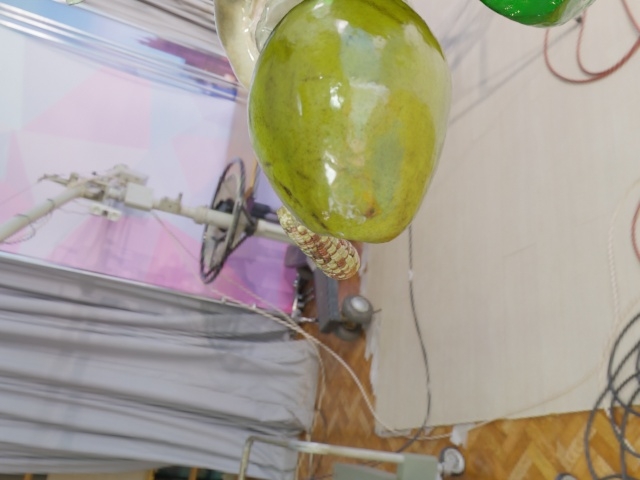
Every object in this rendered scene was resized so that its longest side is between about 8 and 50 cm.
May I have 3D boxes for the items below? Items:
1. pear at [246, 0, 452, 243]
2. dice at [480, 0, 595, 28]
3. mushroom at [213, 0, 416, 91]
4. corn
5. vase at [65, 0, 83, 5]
[{"bbox_3d":[0.038,-0.150,0.783,0.253,0.253,0.306,-174,82,-67],"label":"pear"},{"bbox_3d":[0.378,-0.545,1.020,0.297,0.287,0.300,49,140,13],"label":"dice"},{"bbox_3d":[0.005,-0.369,1.044,0.353,0.325,0.352,175,90,-67],"label":"mushroom"},{"bbox_3d":[0.000,0.000,1.274,0.086,0.253,0.086,-16,54,23],"label":"corn"},{"bbox_3d":[-0.429,-0.468,0.846,0.173,0.321,0.173,-19,56,31],"label":"vase"}]
